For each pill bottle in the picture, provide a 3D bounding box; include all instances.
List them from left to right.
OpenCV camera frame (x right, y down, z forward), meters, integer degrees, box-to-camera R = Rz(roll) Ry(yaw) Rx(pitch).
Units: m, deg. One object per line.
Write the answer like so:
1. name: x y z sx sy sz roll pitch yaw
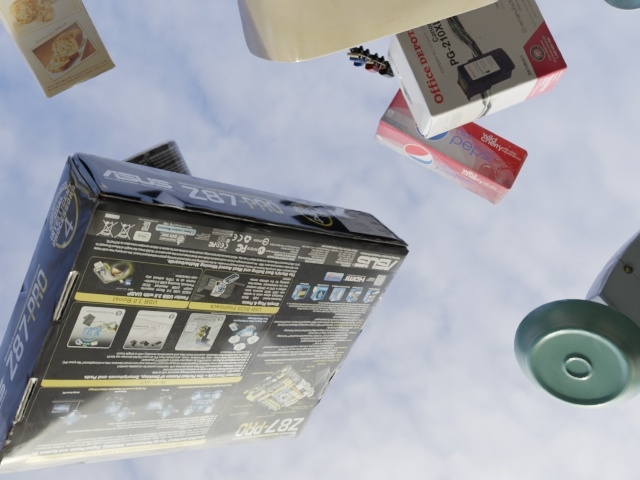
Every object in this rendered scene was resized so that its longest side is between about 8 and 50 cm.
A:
1. pill bottle: -0.256 -0.039 1.162 0.131 0.130 0.245 -28 -77 -17

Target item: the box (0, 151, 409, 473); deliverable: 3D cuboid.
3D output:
1. box: -0.122 0.094 0.747 0.395 0.097 0.318 8 -64 -42

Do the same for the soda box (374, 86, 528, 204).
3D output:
1. soda box: 0.236 -0.174 1.240 0.263 0.083 0.092 29 -107 6

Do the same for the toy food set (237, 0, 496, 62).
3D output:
1. toy food set: 0.055 -0.316 0.638 0.306 0.092 0.219 -22 -48 -17

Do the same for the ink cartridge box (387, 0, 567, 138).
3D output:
1. ink cartridge box: 0.252 -0.298 1.124 0.237 0.100 0.171 -21 -101 -2

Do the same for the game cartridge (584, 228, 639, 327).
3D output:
1. game cartridge: 0.495 0.054 0.884 0.297 0.062 0.198 -32 -110 -20

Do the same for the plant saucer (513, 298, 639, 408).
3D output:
1. plant saucer: 0.231 0.108 0.606 0.119 0.119 0.021 51 -142 -4

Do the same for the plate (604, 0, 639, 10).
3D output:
1. plate: 0.573 -0.510 1.215 0.024 0.188 0.188 -12 -94 -31

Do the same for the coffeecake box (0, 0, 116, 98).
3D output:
1. coffeecake box: -0.263 -0.234 0.580 0.068 0.142 0.185 -31 -52 -14

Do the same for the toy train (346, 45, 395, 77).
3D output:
1. toy train: 0.097 -0.326 1.247 0.158 0.027 0.036 2 -77 -55
